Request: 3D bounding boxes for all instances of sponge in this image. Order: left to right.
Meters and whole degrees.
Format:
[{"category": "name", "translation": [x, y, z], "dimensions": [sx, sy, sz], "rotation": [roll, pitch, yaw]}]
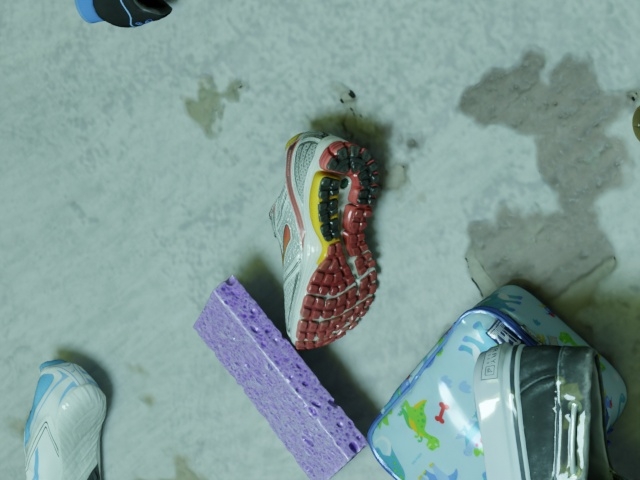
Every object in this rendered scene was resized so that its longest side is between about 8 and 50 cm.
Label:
[{"category": "sponge", "translation": [-0.043, 0.139, 1.841], "dimensions": [0.210, 0.031, 0.117], "rotation": [51, 155, 6]}]

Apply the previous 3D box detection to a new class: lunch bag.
[{"category": "lunch bag", "translation": [0.163, 0.164, 1.729], "dimensions": [0.176, 0.090, 0.219], "rotation": [44, 123, 7]}]

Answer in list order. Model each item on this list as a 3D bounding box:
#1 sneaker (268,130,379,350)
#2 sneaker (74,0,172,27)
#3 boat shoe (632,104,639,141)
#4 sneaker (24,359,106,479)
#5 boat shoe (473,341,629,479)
[{"category": "sneaker", "translation": [0.000, 0.000, 1.788], "dimensions": [0.092, 0.088, 0.225], "rotation": [34, 126, 46]}, {"category": "sneaker", "translation": [-0.192, -0.317, 1.796], "dimensions": [0.090, 0.081, 0.232], "rotation": [5, 114, 26]}, {"category": "boat shoe", "translation": [0.338, -0.110, 1.572], "dimensions": [0.153, 0.048, 0.056], "rotation": [-17, 84, 26]}, {"category": "sneaker", "translation": [-0.281, 0.233, 2.023], "dimensions": [0.086, 0.085, 0.237], "rotation": [43, 129, 43]}, {"category": "boat shoe", "translation": [0.218, 0.241, 1.620], "dimensions": [0.119, 0.121, 0.335], "rotation": [-5, 118, 22]}]
